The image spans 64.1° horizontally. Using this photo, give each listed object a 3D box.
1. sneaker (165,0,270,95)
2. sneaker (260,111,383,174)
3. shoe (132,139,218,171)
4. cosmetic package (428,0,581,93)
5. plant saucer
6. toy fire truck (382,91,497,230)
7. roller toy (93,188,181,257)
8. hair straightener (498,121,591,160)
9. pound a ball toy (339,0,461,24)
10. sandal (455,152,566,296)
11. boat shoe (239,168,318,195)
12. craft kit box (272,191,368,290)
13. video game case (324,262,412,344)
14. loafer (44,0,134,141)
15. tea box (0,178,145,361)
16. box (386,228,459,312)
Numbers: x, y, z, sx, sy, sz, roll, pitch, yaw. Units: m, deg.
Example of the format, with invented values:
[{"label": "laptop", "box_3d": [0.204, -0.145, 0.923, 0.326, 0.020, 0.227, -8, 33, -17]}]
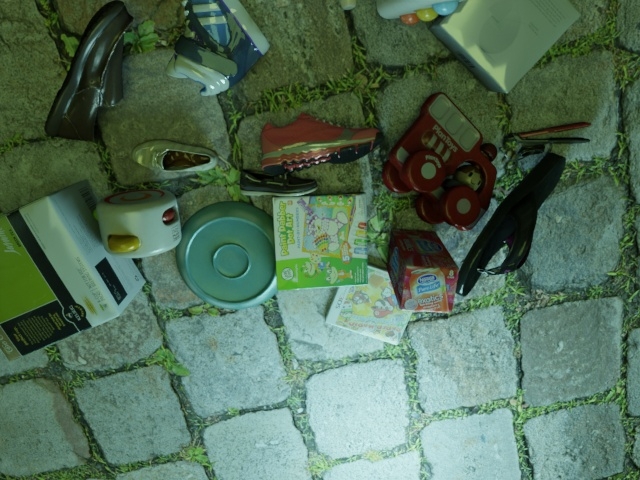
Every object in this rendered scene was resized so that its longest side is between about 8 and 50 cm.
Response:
[{"label": "sneaker", "box_3d": [-0.296, -0.493, 1.166, 0.236, 0.130, 0.323, -38, 110, 6]}, {"label": "sneaker", "box_3d": [-0.001, -0.259, 1.260, 0.313, 0.116, 0.136, -11, 83, -6]}, {"label": "shoe", "box_3d": [-0.371, -0.213, 1.293, 0.218, 0.058, 0.077, 2, 108, -2]}, {"label": "cosmetic package", "box_3d": [0.415, -0.501, 1.173, 0.224, 0.138, 0.225, 40, 104, -12]}, {"label": "plant saucer", "box_3d": [-0.240, 0.052, 1.392, 0.317, 0.044, 0.318, -1, 108, -2]}, {"label": "toy fire truck", "box_3d": [0.322, -0.183, 1.275, 0.302, 0.169, 0.254, 41, 84, -14]}, {"label": "roller toy", "box_3d": [-0.449, -0.039, 1.277, 0.191, 0.209, 0.147, -15, 113, -31]}, {"label": "hair straightener", "box_3d": [0.572, -0.242, 1.307, 0.230, 0.047, 0.089, -9, 108, 2]}, {"label": "pound a ball toy", "box_3d": [0.179, -0.533, 1.090, 0.208, 0.319, 0.136, -12, 108, -13]}, {"label": "sandal", "box_3d": [0.482, -0.035, 1.233, 0.446, 0.107, 0.168, -48, 148, -13]}, {"label": "boat shoe", "box_3d": [-0.108, -0.153, 1.311, 0.205, 0.075, 0.065, 0, 111, 4]}, {"label": "craft kit box", "box_3d": [0.000, 0.000, 1.347, 0.246, 0.061, 0.250, -3, 101, -3]}, {"label": "video game case", "box_3d": [0.151, 0.175, 1.446, 0.226, 0.026, 0.207, 18, 107, -7]}, {"label": "loafer", "box_3d": [-0.526, -0.390, 1.214, 0.130, 0.134, 0.366, 23, 118, -32]}, {"label": "tea box", "box_3d": [-0.691, 0.070, 1.296, 0.323, 0.220, 0.329, -22, 107, 5]}, {"label": "box", "box_3d": [0.250, 0.069, 1.292, 0.128, 0.257, 0.123, 4, 111, -2]}]
